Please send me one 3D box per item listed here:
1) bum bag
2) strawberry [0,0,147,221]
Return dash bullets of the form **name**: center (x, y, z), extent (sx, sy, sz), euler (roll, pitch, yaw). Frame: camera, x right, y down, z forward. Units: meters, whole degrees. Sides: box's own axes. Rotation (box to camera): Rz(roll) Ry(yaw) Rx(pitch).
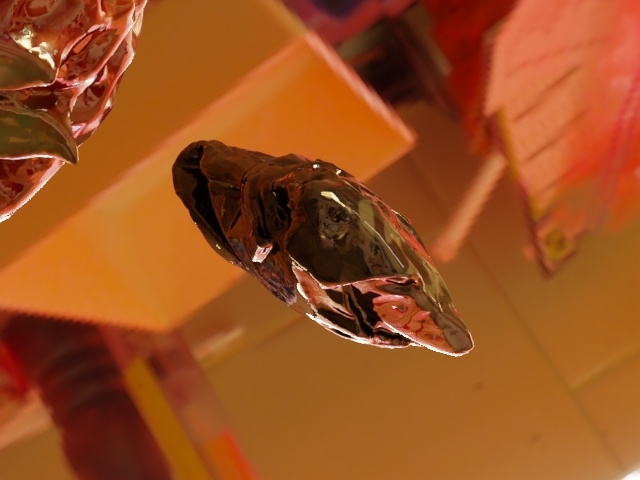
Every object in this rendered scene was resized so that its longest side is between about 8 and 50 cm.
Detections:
- **bum bag**: center (0.000, 0.000, 1.143), extent (0.095, 0.144, 0.340), euler (-52, -162, -6)
- **strawberry**: center (-0.148, -0.122, 0.564), extent (0.205, 0.244, 0.205), euler (-1, 134, -1)
